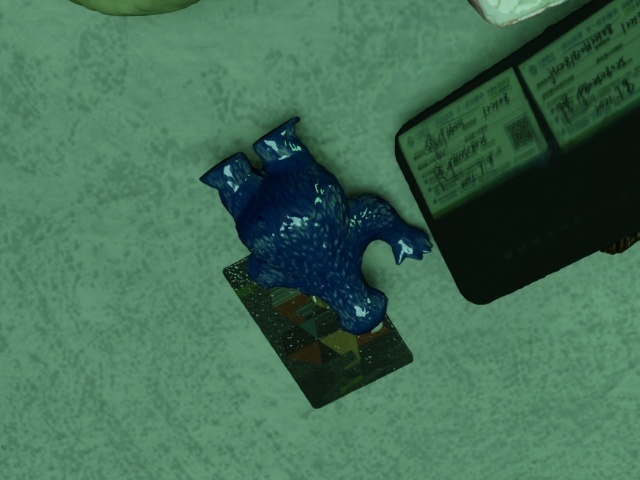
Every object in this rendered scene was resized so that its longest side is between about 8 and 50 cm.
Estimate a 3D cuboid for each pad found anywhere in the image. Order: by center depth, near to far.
[{"bbox_3d":[-0.001,0.088,1.269,0.143,0.003,0.211,-29,108,15],"label":"pad"}]

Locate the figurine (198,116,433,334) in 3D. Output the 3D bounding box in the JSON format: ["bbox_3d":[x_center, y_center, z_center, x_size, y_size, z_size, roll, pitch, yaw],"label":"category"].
[{"bbox_3d":[-0.009,0.000,1.166,0.262,0.121,0.164,42,105,-12],"label":"figurine"}]

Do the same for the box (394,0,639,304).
[{"bbox_3d":[0.240,-0.093,1.050,0.350,0.058,0.211,-30,80,39],"label":"box"}]

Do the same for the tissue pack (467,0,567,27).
[{"bbox_3d":[0.146,-0.319,0.950,0.137,0.270,0.209,-15,112,8],"label":"tissue pack"}]

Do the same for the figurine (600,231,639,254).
[{"bbox_3d":[0.360,-0.134,1.092,0.187,0.168,0.315,19,122,-15],"label":"figurine"}]

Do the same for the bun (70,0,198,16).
[{"bbox_3d":[-0.161,-0.392,0.968,0.364,0.202,0.364,18,124,29],"label":"bun"}]
